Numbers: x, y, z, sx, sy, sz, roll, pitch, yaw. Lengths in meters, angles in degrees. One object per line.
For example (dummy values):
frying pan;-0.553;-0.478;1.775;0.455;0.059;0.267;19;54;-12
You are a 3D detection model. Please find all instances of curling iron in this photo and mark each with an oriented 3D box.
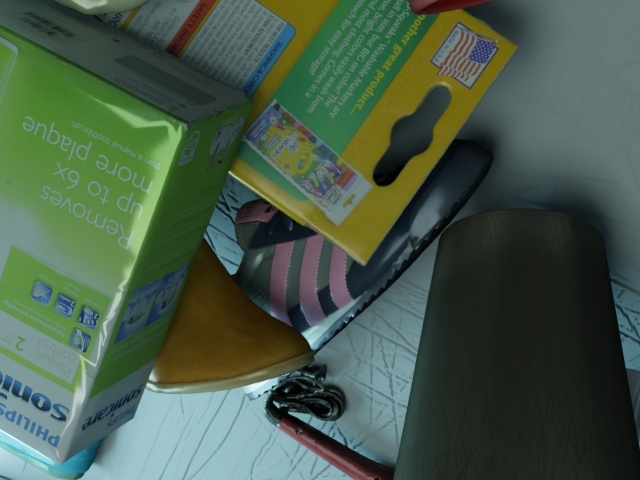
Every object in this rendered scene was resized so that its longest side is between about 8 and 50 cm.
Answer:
curling iron;0.062;0.201;1.595;0.274;0.035;0.068;38;122;7

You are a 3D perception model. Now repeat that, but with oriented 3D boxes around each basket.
basket;0.151;0.104;1.391;0.204;0.227;0.154;11;155;-18

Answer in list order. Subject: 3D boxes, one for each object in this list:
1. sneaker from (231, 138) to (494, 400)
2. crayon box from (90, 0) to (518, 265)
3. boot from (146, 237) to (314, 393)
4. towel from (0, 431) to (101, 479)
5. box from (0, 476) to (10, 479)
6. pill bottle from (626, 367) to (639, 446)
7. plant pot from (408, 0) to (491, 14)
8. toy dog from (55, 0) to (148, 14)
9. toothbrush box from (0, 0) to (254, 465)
sneaker;0.000;0.000;1.497;0.131;0.112;0.319;48;122;1
crayon box;-0.036;-0.150;1.419;0.323;0.083;0.203;36;92;9
boot;-0.125;0.005;1.478;0.295;0.104;0.211;2;104;51
towel;-0.282;0.016;1.683;0.271;0.040;0.370;26;117;13
box;-0.318;0.293;1.775;0.087;0.101;0.102;17;117;19
pill bottle;0.293;0.144;1.436;0.137;0.078;0.078;11;115;21
plant pot;0.157;-0.300;1.223;0.275;0.275;0.243;-13;93;29
toy dog;-0.201;-0.430;1.271;0.284;0.408;0.395;12;155;-10
toothbrush box;-0.203;-0.015;1.370;0.206;0.122;0.283;29;113;14
